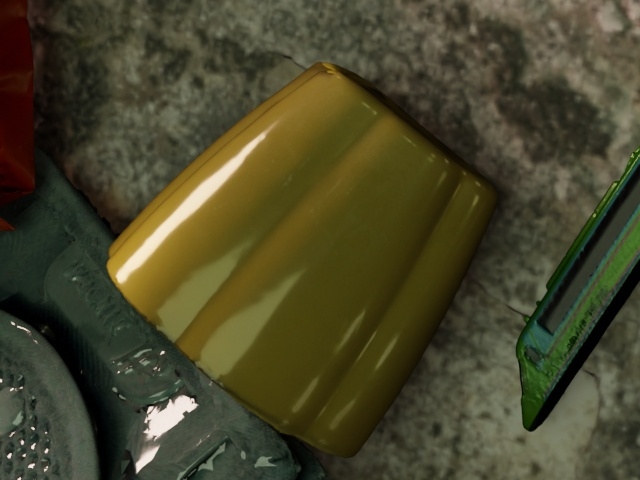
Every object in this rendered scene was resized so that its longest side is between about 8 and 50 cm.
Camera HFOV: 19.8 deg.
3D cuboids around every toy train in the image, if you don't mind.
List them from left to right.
[{"bbox_3d":[0.162,0.017,1.069,0.042,0.044,0.209,37,107,18],"label":"toy train"}]

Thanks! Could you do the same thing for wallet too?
[{"bbox_3d":[-0.179,0.113,1.136,0.237,0.075,0.342,-45,54,1],"label":"wallet"}]

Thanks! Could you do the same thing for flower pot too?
[{"bbox_3d":[0.000,0.000,1.079,0.195,0.195,0.179,41,96,17],"label":"flower pot"}]

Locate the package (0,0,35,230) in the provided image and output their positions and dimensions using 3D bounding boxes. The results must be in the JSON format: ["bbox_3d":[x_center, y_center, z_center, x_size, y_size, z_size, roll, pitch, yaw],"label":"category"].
[{"bbox_3d":[-0.291,-0.203,1.205,0.196,0.123,0.424,-4,82,28],"label":"package"}]
